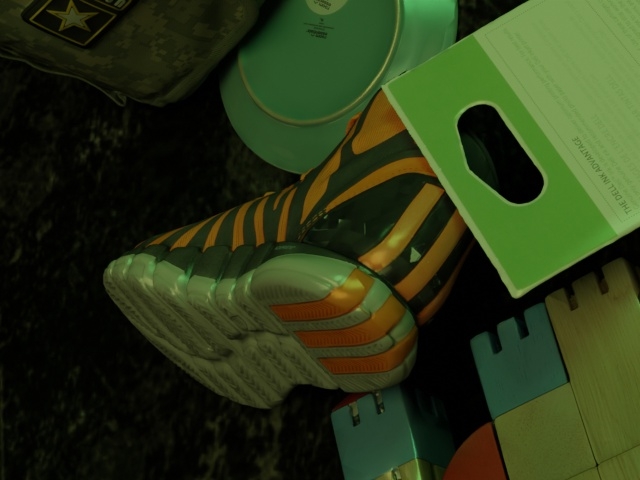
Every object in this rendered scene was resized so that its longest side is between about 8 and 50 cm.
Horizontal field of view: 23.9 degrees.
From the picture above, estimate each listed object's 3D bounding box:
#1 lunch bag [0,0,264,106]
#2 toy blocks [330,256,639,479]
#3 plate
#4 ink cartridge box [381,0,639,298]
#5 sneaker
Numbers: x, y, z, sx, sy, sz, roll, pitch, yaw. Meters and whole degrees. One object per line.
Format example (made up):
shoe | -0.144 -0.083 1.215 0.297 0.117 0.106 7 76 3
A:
lunch bag | -0.134 -0.235 0.956 0.287 0.235 0.169 -61 36 13
toy blocks | 0.164 0.134 0.753 0.381 0.191 0.261 -31 54 26
plate | 0.002 -0.136 0.987 0.188 0.024 0.188 -7 77 33
ink cartridge box | 0.172 -0.076 0.782 0.235 0.056 0.171 -32 51 5
sneaker | 0.000 0.000 0.915 0.180 0.124 0.321 -51 25 -24
